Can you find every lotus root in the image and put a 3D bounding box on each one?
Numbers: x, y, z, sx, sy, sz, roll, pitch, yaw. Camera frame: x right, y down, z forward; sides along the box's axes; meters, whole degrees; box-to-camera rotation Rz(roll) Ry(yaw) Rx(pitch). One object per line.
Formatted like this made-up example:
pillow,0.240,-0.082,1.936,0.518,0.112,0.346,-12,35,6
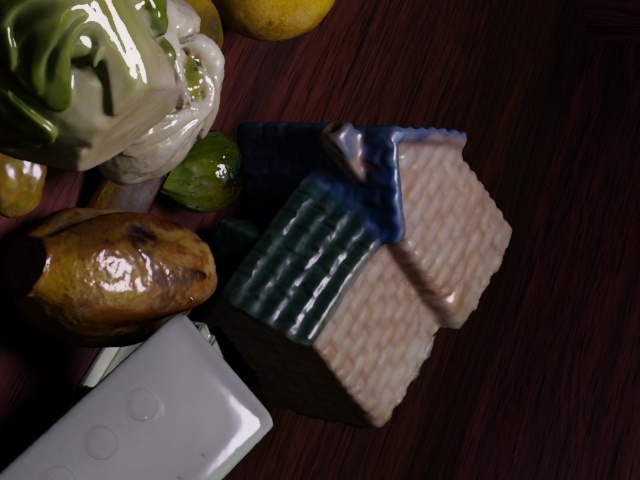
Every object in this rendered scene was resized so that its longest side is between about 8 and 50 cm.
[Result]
lotus root,-0.268,0.036,1.600,0.291,0.193,0.193,-2,99,-53

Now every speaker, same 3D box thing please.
speaker,-0.252,0.289,1.534,0.406,0.184,0.183,-43,176,-31

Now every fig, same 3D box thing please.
fig,-0.189,-0.096,1.872,0.156,0.123,0.123,-9,109,-25

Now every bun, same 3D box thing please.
bun,-0.204,-0.184,1.562,0.259,0.160,0.259,12,90,-71

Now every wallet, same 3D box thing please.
wallet,-0.240,-0.104,1.748,0.255,0.031,0.137,-63,158,-6

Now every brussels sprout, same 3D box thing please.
brussels sprout,-0.300,-0.235,1.302,0.354,0.289,0.281,47,34,-8

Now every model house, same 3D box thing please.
model house,0.000,0.000,2.049,0.445,0.395,0.400,-57,135,-23

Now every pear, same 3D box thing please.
pear,-0.074,-0.399,1.901,0.209,0.209,0.208,7,90,-66

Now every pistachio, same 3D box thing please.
pistachio,-0.359,-0.120,1.468,0.110,0.100,0.189,11,83,-46

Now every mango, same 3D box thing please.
mango,-0.208,-0.279,1.762,0.195,0.098,0.137,-27,125,-56

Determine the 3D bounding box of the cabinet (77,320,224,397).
cabinet,-0.215,0.228,1.822,0.206,0.150,0.145,73,34,-42
